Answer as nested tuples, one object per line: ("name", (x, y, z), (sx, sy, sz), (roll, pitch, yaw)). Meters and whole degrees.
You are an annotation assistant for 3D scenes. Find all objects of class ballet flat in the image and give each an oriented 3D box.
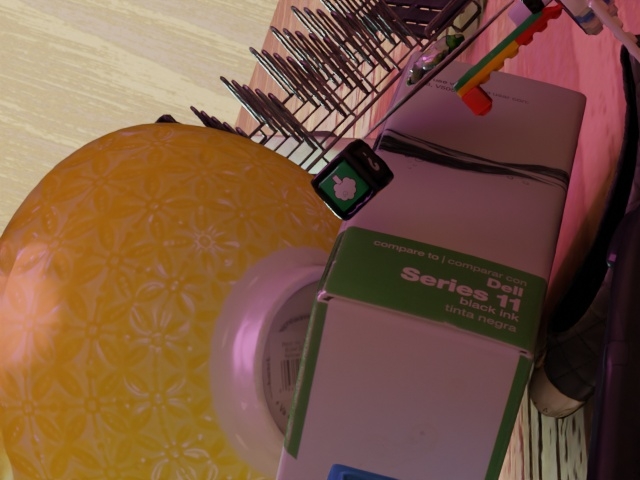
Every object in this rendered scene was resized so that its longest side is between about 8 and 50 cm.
("ballet flat", (0.112, -0.005, 0.729), (0.057, 0.049, 0.173), (-91, 17, -61))

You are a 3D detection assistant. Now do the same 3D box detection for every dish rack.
("dish rack", (-0.003, -0.123, 1.347), (0.271, 0.074, 0.208), (-45, 19, -5))

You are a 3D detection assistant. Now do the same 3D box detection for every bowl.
("bowl", (-0.045, 0.071, 1.107), (0.156, 0.289, 0.289), (-1, 69, 48))

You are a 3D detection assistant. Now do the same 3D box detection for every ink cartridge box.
("ink cartridge box", (0.047, 0.035, 0.799), (0.208, 0.087, 0.153), (-68, -9, -55))

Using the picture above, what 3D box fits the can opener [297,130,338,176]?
("can opener", (0.000, 0.000, 1.550), (0.283, 0.095, 0.076), (-70, -27, -56))

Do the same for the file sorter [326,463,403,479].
("file sorter", (0.041, 0.180, 0.602), (0.170, 0.118, 0.104), (-81, 7, -48))

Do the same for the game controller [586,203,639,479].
("game controller", (0.118, 0.094, 0.492), (0.166, 0.067, 0.319), (-42, 30, 48))

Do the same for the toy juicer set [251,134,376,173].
("toy juicer set", (-0.036, 0.010, 1.360), (0.209, 0.089, 0.329), (-18, 44, 41))

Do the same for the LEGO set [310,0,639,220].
("LEGO set", (0.102, -0.092, 0.729), (0.244, 0.060, 0.182), (-42, -1, -33))
